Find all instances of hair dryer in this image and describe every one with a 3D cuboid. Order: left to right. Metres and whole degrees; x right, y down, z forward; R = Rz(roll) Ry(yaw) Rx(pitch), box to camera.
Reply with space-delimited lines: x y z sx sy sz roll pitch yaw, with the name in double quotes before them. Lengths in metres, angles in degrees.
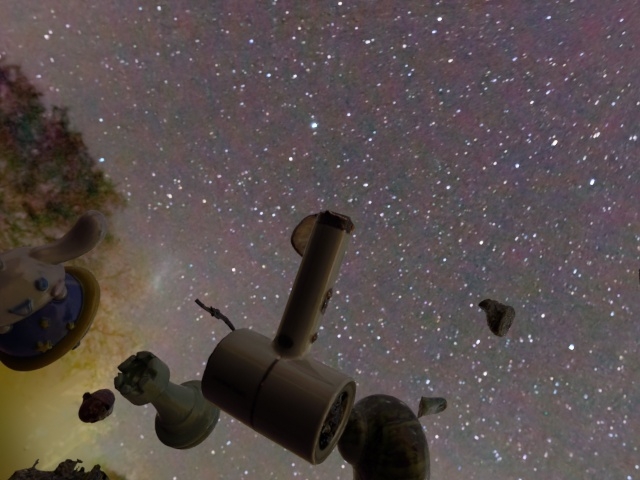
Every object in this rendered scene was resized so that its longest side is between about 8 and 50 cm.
"hair dryer" -0.022 0.109 0.649 0.203 0.128 0.362 19 -91 26

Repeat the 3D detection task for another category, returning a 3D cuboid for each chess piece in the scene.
"chess piece" -0.419 0.424 1.198 0.194 0.194 0.299 17 -34 36

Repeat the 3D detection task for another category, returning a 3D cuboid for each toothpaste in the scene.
"toothpaste" 0.397 0.586 1.563 0.047 0.248 0.078 11 -98 37

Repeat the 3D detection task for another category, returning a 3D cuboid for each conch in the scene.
"conch" 0.097 0.357 0.738 0.181 0.124 0.187 25 -89 22

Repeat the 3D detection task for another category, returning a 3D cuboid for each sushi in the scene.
"sushi" -0.708 0.647 1.183 0.291 0.139 0.131 -13 -70 15

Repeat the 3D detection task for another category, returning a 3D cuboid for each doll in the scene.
"doll" -0.443 0.068 0.700 0.159 0.311 0.242 44 -6 39

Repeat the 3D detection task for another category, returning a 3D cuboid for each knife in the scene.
"knife" -0.300 0.212 1.278 0.222 0.021 0.045 59 6 -50

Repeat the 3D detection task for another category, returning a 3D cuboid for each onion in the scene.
"onion" -0.650 0.477 1.278 0.107 0.107 0.097 -24 -78 50

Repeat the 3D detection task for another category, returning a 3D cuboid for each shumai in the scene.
"shumai" 0.395 0.169 1.009 0.080 0.082 0.083 26 -25 44

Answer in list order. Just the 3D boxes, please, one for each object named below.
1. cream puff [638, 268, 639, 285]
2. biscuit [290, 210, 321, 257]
"cream puff" 0.593 0.071 0.699 0.149 0.149 0.084 36 -21 20
"biscuit" -0.004 0.000 1.530 0.041 0.260 0.203 -9 -96 45
